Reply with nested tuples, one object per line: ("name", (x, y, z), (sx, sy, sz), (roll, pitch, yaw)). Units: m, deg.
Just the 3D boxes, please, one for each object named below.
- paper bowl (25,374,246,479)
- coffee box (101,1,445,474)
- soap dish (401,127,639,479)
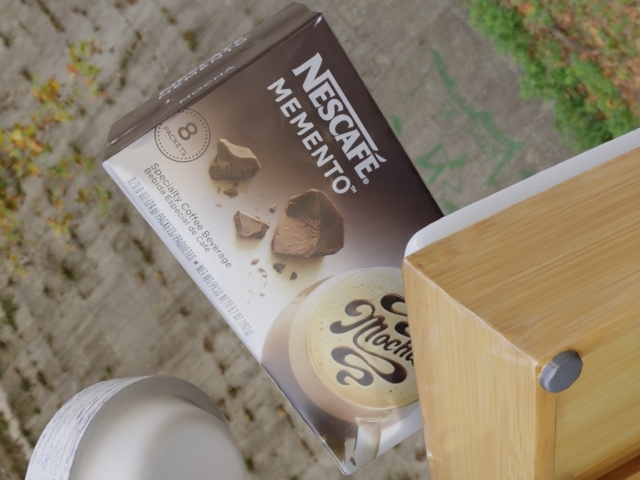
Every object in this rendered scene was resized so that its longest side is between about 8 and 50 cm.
("paper bowl", (-0.203, 0.308, 0.966), (0.284, 0.148, 0.284), (18, -113, -49))
("coffee box", (0.000, 0.000, 0.578), (0.297, 0.168, 0.119), (56, -178, -22))
("soap dish", (0.200, 0.052, 0.501), (0.118, 0.291, 0.229), (50, 159, 47))
